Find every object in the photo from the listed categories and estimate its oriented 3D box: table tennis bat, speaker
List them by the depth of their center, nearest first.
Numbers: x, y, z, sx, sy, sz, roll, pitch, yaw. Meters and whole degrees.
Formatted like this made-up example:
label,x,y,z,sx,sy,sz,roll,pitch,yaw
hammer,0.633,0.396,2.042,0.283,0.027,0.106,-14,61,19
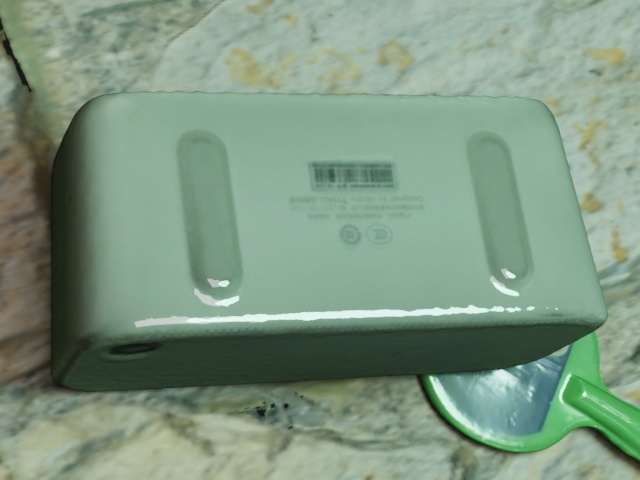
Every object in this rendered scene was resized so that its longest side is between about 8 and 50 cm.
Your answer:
label,x,y,z,sx,sy,sz,roll,pitch,yaw
speaker,0.000,0.000,1.166,0.406,0.183,0.184,-1,72,-20
table tennis bat,0.196,0.119,1.304,0.257,0.039,0.160,31,69,-10
